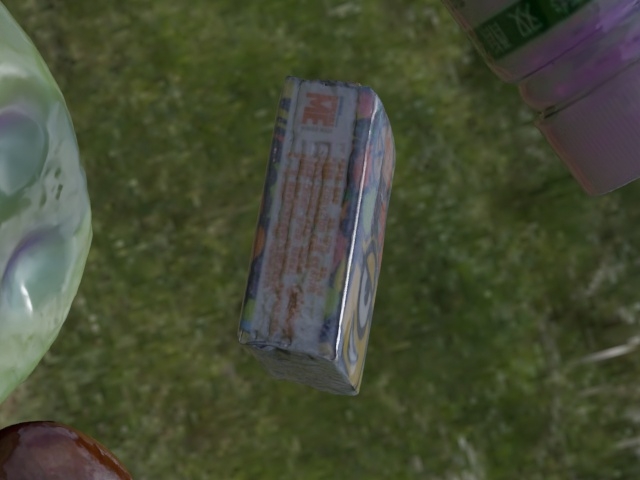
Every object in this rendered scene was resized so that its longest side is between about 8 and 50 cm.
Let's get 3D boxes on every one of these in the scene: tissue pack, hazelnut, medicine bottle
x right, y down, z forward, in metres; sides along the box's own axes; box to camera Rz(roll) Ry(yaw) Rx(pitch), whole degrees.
[{"bbox_3d":[0.000,0.000,0.931,0.108,0.060,0.148,64,34,-74],"label":"tissue pack"},{"bbox_3d":[-0.126,0.123,0.797,0.086,0.086,0.086,-17,90,-71],"label":"hazelnut"},{"bbox_3d":[0.202,-0.222,1.384,0.325,0.212,0.212,54,21,-5],"label":"medicine bottle"}]

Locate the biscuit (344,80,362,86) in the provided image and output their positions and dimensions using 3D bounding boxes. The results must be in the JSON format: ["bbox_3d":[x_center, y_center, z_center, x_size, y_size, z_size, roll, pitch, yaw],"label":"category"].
[{"bbox_3d":[0.017,-0.053,1.211,0.120,0.015,0.120,6,90,-74],"label":"biscuit"}]

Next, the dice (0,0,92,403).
[{"bbox_3d":[-0.296,-0.025,0.946,0.252,0.249,0.254,-44,147,-31],"label":"dice"}]
